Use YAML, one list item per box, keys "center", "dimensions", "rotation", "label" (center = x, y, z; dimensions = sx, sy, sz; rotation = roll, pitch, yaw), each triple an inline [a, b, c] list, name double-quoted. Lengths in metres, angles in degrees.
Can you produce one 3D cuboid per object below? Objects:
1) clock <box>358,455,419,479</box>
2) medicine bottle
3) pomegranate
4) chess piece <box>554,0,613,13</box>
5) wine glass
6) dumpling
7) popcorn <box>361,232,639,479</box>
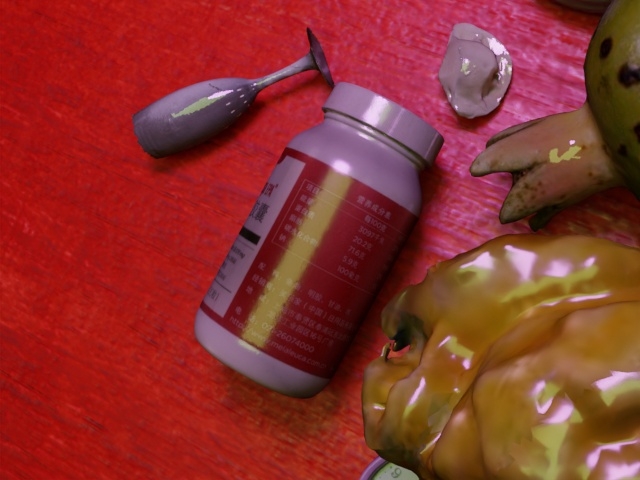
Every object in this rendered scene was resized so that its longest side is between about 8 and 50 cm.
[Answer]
- center: [0.107, 0.222, 0.671]
  dimensions: [0.110, 0.050, 0.153]
  rotation: [-47, 70, 6]
  label: "clock"
- center: [0.000, 0.000, 0.706]
  dimensions: [0.131, 0.131, 0.250]
  rotation: [28, 91, 21]
  label: "medicine bottle"
- center: [0.279, -0.080, 0.602]
  dimensions: [0.231, 0.231, 0.286]
  rotation: [52, 128, 20]
  label: "pomegranate"
- center: [0.216, -0.310, 0.597]
  dimensions: [0.194, 0.299, 0.195]
  rotation: [-4, 79, 18]
  label: "chess piece"
- center: [-0.087, -0.136, 0.799]
  dimensions: [0.198, 0.066, 0.066]
  rotation: [-22, 74, 14]
  label: "wine glass"
- center: [0.137, -0.151, 0.738]
  dimensions: [0.052, 0.057, 0.076]
  rotation: [-55, 33, 40]
  label: "dumpling"
- center: [0.203, 0.138, 0.527]
  dimensions: [0.321, 0.325, 0.290]
  rotation: [-2, 62, 52]
  label: "popcorn"
